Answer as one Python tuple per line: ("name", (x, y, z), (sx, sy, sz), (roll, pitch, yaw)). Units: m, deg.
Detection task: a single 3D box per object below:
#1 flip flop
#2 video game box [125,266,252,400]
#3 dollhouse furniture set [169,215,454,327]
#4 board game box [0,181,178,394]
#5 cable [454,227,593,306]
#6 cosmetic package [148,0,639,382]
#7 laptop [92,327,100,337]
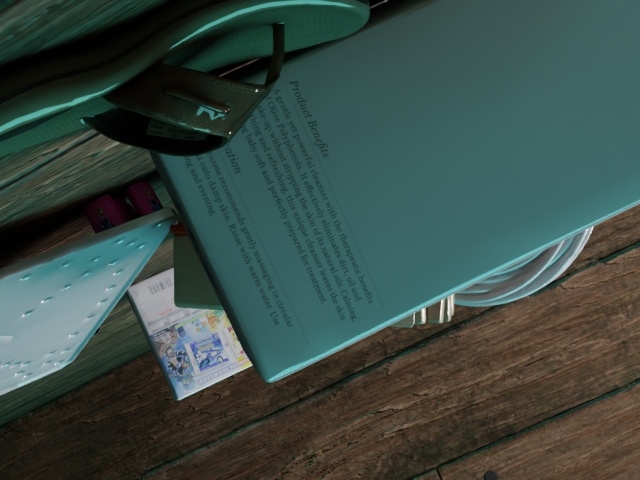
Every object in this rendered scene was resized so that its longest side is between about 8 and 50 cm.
("flip flop", (-0.095, -0.081, 0.766), (0.277, 0.080, 0.112), (-24, 175, -17))
("video game box", (-0.166, 0.117, 2.001), (0.205, 0.187, 0.048), (-24, 175, -16))
("dollhouse furniture set", (0.000, 0.000, 1.195), (0.259, 0.135, 0.262), (3, 179, 13))
("board game box", (-0.364, 0.100, 1.250), (0.390, 0.050, 0.390), (-22, 166, -35))
("cable", (0.158, -0.064, 1.341), (0.257, 0.257, 0.089), (4, -165, 2))
("cosmetic package", (0.077, -0.074, 0.925), (0.365, 0.197, 0.155), (-24, -168, -7))
("laptop", (-0.397, 0.094, 1.561), (0.234, 0.136, 0.264), (-26, 150, -4))
